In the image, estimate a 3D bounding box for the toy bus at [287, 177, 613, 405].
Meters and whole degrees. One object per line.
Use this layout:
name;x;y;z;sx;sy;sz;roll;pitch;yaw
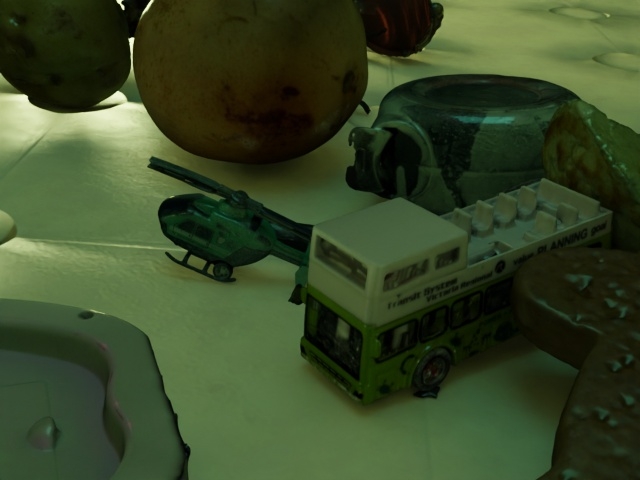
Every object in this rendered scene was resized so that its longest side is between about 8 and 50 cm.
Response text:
toy bus;0.126;0.027;0.801;0.301;0.139;0.113;-18;33;-31

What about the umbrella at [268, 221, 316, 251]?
umbrella;0.000;0.001;0.980;0.133;0.031;0.036;7;48;6

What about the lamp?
lamp;0.124;-0.450;1.741;0.223;0.215;0.151;-18;19;-19

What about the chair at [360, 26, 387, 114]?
chair;-0.020;-0.295;1.401;0.213;0.149;0.174;38;41;25

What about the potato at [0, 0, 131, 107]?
potato;-0.401;-0.318;1.386;0.202;0.218;0.351;-41;28;-2

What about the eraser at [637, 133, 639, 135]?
eraser;0.510;-0.011;0.953;0.272;0.122;0.359;-4;24;-31

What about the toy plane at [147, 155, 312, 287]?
toy plane;-0.073;-0.005;0.913;0.235;0.096;0.060;23;29;-1

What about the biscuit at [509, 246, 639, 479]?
biscuit;0.302;0.149;0.621;0.368;0.076;0.394;10;37;12

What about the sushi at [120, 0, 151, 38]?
sushi;-0.172;-0.451;1.578;0.294;0.281;0.299;3;69;5

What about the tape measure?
tape measure;0.186;-0.116;1.120;0.275;0.147;0.256;5;23;11

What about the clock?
clock;-0.245;0.151;0.550;0.338;0.102;0.338;3;25;-1

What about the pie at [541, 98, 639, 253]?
pie;0.305;-0.031;0.892;0.090;0.248;0.201;-33;-12;-1

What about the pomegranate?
pomegranate;-0.099;-0.245;1.185;0.319;0.319;0.319;3;25;-1
